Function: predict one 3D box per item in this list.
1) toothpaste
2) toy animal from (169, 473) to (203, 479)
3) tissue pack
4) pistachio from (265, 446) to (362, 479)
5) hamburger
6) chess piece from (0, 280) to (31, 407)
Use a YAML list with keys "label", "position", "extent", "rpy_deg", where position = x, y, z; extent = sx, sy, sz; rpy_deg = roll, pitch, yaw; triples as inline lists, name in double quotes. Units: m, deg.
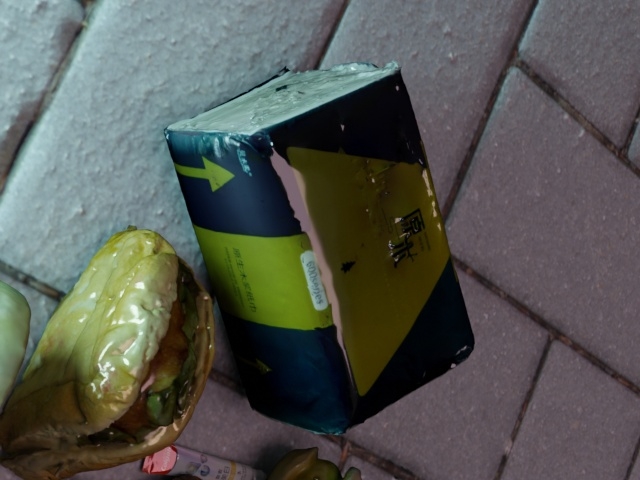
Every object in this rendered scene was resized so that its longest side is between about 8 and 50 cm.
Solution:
- label: "toothpaste"
  position: [-0.152, 0.303, 1.661]
  extent: [0.190, 0.031, 0.048]
  rpy_deg: [21, 82, -36]
- label: "toy animal"
  position: [-0.254, 0.359, 1.555]
  extent: [0.312, 0.097, 0.158]
  rpy_deg: [18, 72, -37]
- label: "tissue pack"
  position: [0.000, 0.000, 1.607]
  extent: [0.264, 0.253, 0.417]
  rpy_deg: [-28, 110, -34]
- label: "pistachio"
  position: [-0.038, 0.424, 1.681]
  extent: [0.288, 0.166, 0.197]
  rpy_deg: [-56, 165, -14]
- label: "hamburger"
  position: [-0.228, 0.156, 1.469]
  extent: [0.162, 0.209, 0.330]
  rpy_deg: [43, 71, -34]
- label: "chess piece"
  position: [-0.518, 0.041, 1.211]
  extent: [0.442, 0.234, 0.234]
  rpy_deg: [38, 72, -33]
